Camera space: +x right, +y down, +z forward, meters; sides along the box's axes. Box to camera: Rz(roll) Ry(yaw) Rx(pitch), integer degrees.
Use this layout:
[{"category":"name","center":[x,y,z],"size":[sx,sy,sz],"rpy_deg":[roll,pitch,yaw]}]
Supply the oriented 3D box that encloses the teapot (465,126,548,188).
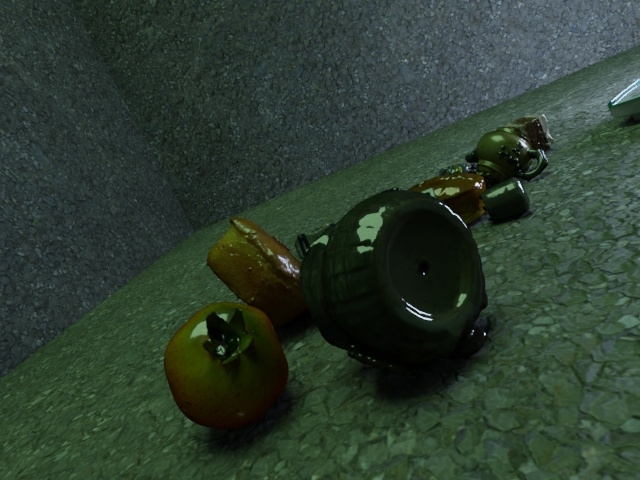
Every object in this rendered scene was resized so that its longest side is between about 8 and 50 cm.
[{"category":"teapot","center":[0.578,-0.248,1.405],"size":[0.269,0.173,0.183],"rpy_deg":[38,99,48]}]

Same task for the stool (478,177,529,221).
[{"category":"stool","center":[0.475,-0.103,1.141],"size":[0.110,0.096,0.096],"rpy_deg":[-23,14,23]}]

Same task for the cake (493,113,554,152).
[{"category":"cake","center":[0.719,-0.361,1.562],"size":[0.147,0.135,0.134],"rpy_deg":[-29,15,2]}]

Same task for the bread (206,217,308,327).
[{"category":"bread","center":[-0.143,0.083,1.117],"size":[0.172,0.312,0.312],"rpy_deg":[-45,17,-6]}]

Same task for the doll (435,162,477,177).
[{"category":"doll","center":[0.531,-0.264,1.681],"size":[0.194,0.062,0.104],"rpy_deg":[-16,53,5]}]

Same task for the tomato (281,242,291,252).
[{"category":"tomato","center":[-0.164,0.081,1.411],"size":[0.167,0.168,0.167],"rpy_deg":[-23,14,6]}]

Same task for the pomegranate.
[{"category":"pomegranate","center":[-0.167,0.210,0.780],"size":[0.220,0.221,0.257],"rpy_deg":[-34,-27,-33]}]

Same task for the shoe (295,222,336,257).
[{"category":"shoe","center":[0.000,0.000,1.599],"size":[0.207,0.092,0.106],"rpy_deg":[-23,-8,25]}]

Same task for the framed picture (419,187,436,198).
[{"category":"framed picture","center":[0.187,0.022,1.011],"size":[0.213,0.016,0.290],"rpy_deg":[-20,48,19]}]

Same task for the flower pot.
[{"category":"flower pot","center":[0.129,0.077,0.748],"size":[0.301,0.302,0.213],"rpy_deg":[-33,3,-29]}]

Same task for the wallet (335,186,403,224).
[{"category":"wallet","center":[0.180,-0.105,1.710],"size":[0.262,0.072,0.221],"rpy_deg":[-15,22,46]}]

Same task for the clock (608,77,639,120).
[{"category":"clock","center":[1.096,-0.469,1.403],"size":[0.262,0.116,0.231],"rpy_deg":[-32,11,-30]}]

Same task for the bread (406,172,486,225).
[{"category":"bread","center":[0.350,-0.114,1.287],"size":[0.269,0.143,0.195],"rpy_deg":[-12,19,48]}]
